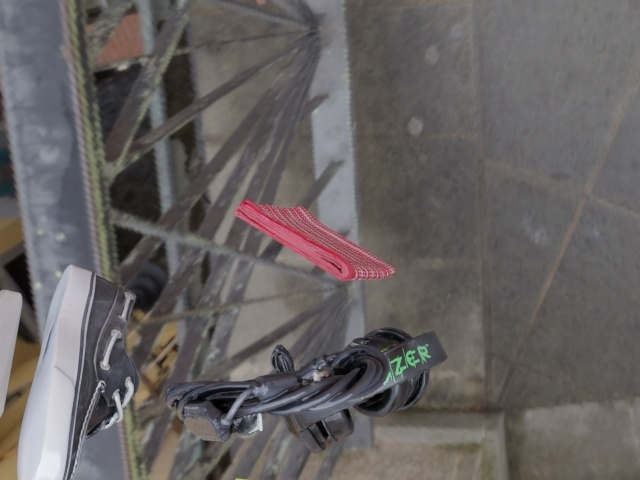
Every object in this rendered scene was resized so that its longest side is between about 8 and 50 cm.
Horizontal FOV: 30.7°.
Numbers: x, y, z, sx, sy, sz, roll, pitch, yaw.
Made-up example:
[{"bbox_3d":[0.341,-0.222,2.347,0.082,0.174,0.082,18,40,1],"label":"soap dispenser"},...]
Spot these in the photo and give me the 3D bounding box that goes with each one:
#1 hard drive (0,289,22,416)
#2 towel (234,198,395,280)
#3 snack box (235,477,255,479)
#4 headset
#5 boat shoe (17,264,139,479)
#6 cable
[{"bbox_3d":[-0.547,0.233,1.843,0.047,0.353,0.233,12,101,-4],"label":"hard drive"},{"bbox_3d":[0.000,0.000,1.738,0.199,0.275,0.031,32,99,15],"label":"towel"},{"bbox_3d":[-0.033,0.281,1.000,0.100,0.037,0.141,5,76,12],"label":"snack box"},{"bbox_3d":[0.028,0.200,1.755,0.185,0.243,0.394,64,154,9],"label":"headset"},{"bbox_3d":[-0.232,0.143,1.172,0.102,0.301,0.108,20,119,-17],"label":"boat shoe"},{"bbox_3d":[-0.035,0.108,0.871,0.150,0.184,0.047,-16,87,-24],"label":"cable"}]
